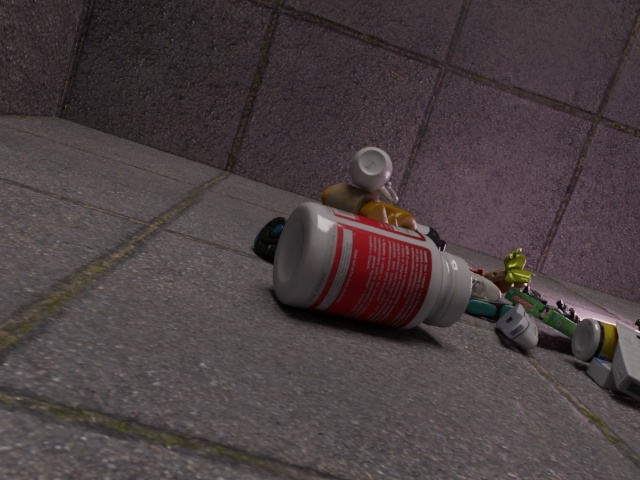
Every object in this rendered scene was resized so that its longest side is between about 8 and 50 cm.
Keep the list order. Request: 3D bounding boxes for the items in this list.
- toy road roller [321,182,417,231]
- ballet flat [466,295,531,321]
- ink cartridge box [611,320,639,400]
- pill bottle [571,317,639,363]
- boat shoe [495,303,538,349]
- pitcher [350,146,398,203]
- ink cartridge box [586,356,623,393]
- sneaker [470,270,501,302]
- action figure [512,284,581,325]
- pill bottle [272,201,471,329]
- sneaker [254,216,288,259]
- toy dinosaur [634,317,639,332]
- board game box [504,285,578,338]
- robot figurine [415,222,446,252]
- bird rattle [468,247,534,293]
[{"bbox_3d":[0.170,-0.064,1.951,0.241,0.329,0.203,-40,43,-24],"label":"toy road roller"},{"bbox_3d":[0.533,0.214,1.843,0.203,0.074,0.074,17,9,7],"label":"ballet flat"},{"bbox_3d":[0.804,0.318,1.489,0.189,0.066,0.232,27,27,3],"label":"ink cartridge box"},{"bbox_3d":[0.788,0.285,1.614,0.209,0.119,0.119,16,9,-4],"label":"pill bottle"},{"bbox_3d":[0.543,0.244,1.676,0.084,0.095,0.258,48,17,5],"label":"boat shoe"},{"bbox_3d":[0.173,-0.192,1.864,0.178,0.125,0.207,39,-6,8],"label":"pitcher"},{"bbox_3d":[0.747,0.345,1.528,0.123,0.052,0.088,19,10,-6],"label":"ink cartridge box"},{"bbox_3d":[0.439,0.129,1.914,0.292,0.110,0.118,25,-7,-5],"label":"sneaker"},{"bbox_3d":[0.815,0.249,2.104,0.285,0.099,0.185,23,0,2],"label":"action figure"},{"bbox_3d":[0.119,0.071,1.360,0.408,0.228,0.229,15,10,-21],"label":"pill bottle"},{"bbox_3d":[-0.066,0.035,1.678,0.139,0.125,0.341,46,-11,-35],"label":"sneaker"},{"bbox_3d":[1.077,0.355,1.942,0.200,0.127,0.296,36,7,41],"label":"toy dinosaur"},{"bbox_3d":[0.727,0.254,1.826,0.317,0.046,0.213,30,6,-21],"label":"board game box"},{"bbox_3d":[0.340,0.012,2.307,0.278,0.173,0.209,14,-33,-28],"label":"robot figurine"},{"bbox_3d":[0.628,0.147,2.162,0.207,0.254,0.143,39,33,-48],"label":"bird rattle"}]
